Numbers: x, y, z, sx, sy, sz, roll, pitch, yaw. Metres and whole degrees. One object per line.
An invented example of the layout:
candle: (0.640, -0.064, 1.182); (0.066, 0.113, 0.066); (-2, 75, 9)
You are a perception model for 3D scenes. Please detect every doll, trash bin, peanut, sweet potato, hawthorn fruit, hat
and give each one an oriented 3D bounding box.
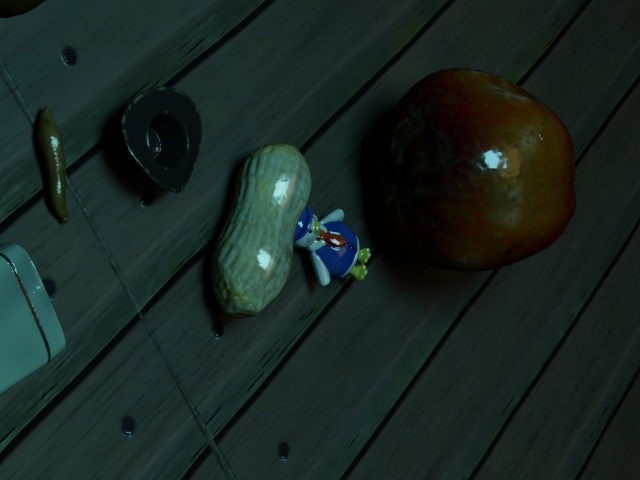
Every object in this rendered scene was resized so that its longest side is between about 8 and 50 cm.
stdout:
doll: (0.000, 0.000, 1.766); (0.143, 0.057, 0.099); (33, 59, -36)
trash bin: (-0.304, 0.081, 1.378); (0.130, 0.059, 0.116); (-38, 112, -45)
peanut: (-0.064, -0.013, 1.665); (0.087, 0.087, 0.207); (38, 57, -40)
sweet potato: (-0.257, -0.073, 1.488); (0.026, 0.026, 0.115); (-9, 92, -51)
hawthorn fruit: (0.208, -0.090, 1.868); (0.300, 0.254, 0.254); (-13, 94, -36)
hat: (-0.171, -0.101, 1.577); (0.121, 0.050, 0.121); (17, 69, -53)

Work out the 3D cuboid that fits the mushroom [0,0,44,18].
mushroom: (-0.348, -0.287, 1.242); (0.334, 0.356, 0.331); (57, 9, -30)
